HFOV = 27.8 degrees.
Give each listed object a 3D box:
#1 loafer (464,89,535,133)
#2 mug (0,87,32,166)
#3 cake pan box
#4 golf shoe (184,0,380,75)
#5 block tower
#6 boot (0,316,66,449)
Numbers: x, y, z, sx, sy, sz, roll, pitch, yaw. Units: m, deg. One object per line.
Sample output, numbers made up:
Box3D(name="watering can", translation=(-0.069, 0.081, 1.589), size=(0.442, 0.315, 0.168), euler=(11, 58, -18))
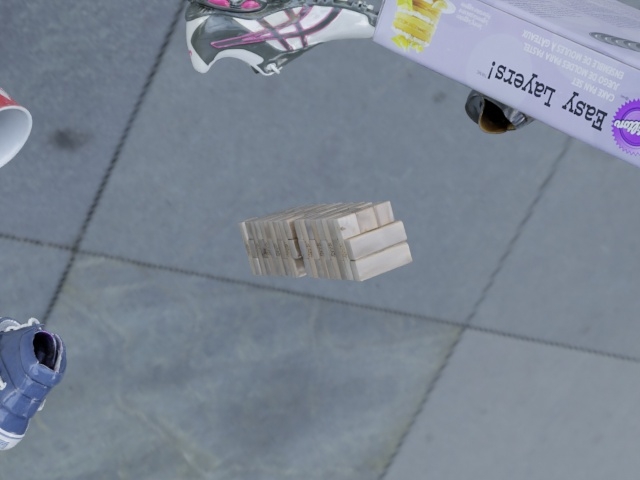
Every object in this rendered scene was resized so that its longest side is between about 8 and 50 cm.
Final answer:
Box3D(name="loafer", translation=(0.187, -0.142, 1.373), size=(0.061, 0.170, 0.062), euler=(-45, 98, -12))
Box3D(name="mug", translation=(-0.461, -0.161, 1.572), size=(0.150, 0.169, 0.113), euler=(-43, 162, -7))
Box3D(name="cake pan box", translation=(0.210, -0.126, 0.927), size=(0.267, 0.246, 0.070), euler=(-9, 124, -51))
Box3D(name="golf shoe", translation=(-0.048, -0.277, 1.715), size=(0.273, 0.105, 0.120), euler=(1, 101, -16))
Box3D(name="block tower", translation=(0.000, 0.000, 1.869), size=(0.097, 0.335, 0.091), euler=(-19, 99, -28))
Box3D(name="boot", translation=(-0.255, 0.100, 1.122), size=(0.069, 0.190, 0.086), euler=(36, 103, -25))
